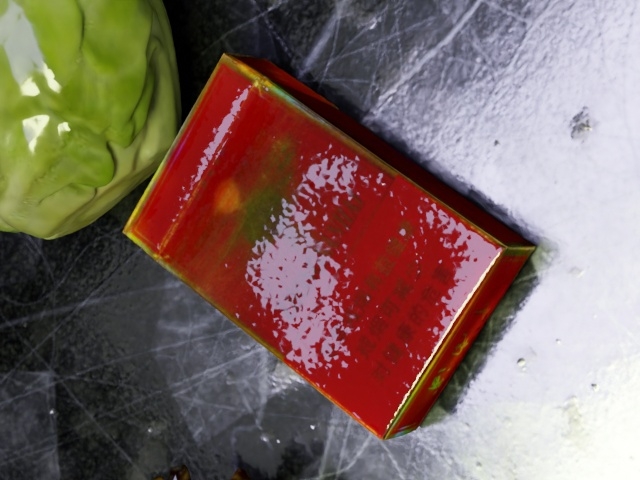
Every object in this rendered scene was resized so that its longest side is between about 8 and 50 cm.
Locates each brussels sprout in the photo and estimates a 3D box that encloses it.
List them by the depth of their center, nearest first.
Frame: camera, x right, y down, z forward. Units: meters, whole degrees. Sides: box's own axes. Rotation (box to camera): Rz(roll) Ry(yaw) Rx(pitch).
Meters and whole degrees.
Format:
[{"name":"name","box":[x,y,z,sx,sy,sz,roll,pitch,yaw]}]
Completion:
[{"name":"brussels sprout","box":[-0.272,-0.173,1.294,0.328,0.247,0.328,10,109,30]}]

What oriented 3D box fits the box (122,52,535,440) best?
[{"name":"box","box":[0.001,0.000,1.244,0.313,0.089,0.197,37,107,20]}]

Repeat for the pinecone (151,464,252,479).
[{"name":"pinecone","box":[-0.102,0.296,1.225,0.229,0.202,0.201,14,59,-9]}]
